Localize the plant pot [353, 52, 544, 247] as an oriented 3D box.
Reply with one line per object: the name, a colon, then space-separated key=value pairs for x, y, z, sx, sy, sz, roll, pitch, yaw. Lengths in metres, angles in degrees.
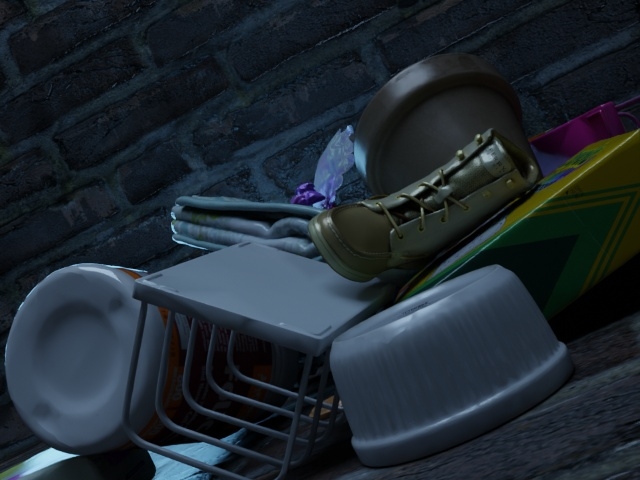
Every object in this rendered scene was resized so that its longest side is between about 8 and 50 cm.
plant pot: x=0.208 y=-0.101 z=1.407 sx=0.263 sy=0.229 sz=0.263 roll=-15 pitch=-46 yaw=-16

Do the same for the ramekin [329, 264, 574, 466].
ramekin: x=0.106 y=0.104 z=0.870 sx=0.207 sy=0.109 sz=0.207 roll=-26 pitch=-1 yaw=0

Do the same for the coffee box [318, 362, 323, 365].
coffee box: x=-0.095 y=0.210 z=1.856 sx=0.297 sy=0.118 sz=0.168 roll=-25 pitch=-1 yaw=-27

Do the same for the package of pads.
package of pads: x=-0.379 y=0.345 z=1.285 sx=0.297 sy=0.101 sz=0.229 roll=-25 pitch=0 yaw=5

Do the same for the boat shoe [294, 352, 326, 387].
boat shoe: x=-0.042 y=0.191 z=1.649 sx=0.306 sy=0.104 sz=0.113 roll=-19 pitch=-3 yaw=18

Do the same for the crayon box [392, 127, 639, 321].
crayon box: x=0.235 y=0.014 z=1.135 sx=0.313 sy=0.106 sz=0.363 roll=-39 pitch=-2 yaw=7

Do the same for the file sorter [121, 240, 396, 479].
file sorter: x=-0.061 y=0.123 z=1.049 sx=0.193 sy=0.173 sz=0.278 roll=15 pitch=12 yaw=16

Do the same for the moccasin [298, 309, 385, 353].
moccasin: x=-0.045 y=0.112 z=1.508 sx=0.342 sy=0.138 sz=0.116 roll=14 pitch=66 yaw=45

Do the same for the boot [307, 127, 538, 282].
boot: x=0.122 y=-0.042 z=1.099 sx=0.203 sy=0.095 sz=0.262 roll=-37 pitch=-20 yaw=29

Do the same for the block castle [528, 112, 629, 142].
block castle: x=0.451 y=-0.089 z=2.046 sx=0.453 sy=0.212 sz=0.303 roll=-22 pitch=-6 yaw=-32

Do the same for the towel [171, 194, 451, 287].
towel: x=0.000 y=0.000 z=1.454 sx=0.321 sy=0.090 sz=0.374 roll=9 pitch=2 yaw=-44

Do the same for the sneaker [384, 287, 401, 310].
sneaker: x=0.190 y=0.068 z=1.644 sx=0.147 sy=0.129 sz=0.330 roll=-29 pitch=-3 yaw=31

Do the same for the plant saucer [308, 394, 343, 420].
plant saucer: x=0.023 y=0.202 z=1.229 sx=0.083 sy=0.013 sz=0.083 roll=-26 pitch=-1 yaw=0

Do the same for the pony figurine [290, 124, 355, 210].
pony figurine: x=-0.009 y=-0.011 z=1.895 sx=0.364 sy=0.302 sz=0.351 roll=-21 pitch=-11 yaw=-28

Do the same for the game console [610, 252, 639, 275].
game console: x=0.387 y=-0.015 z=1.189 sx=0.144 sy=0.085 sz=0.124 roll=-26 pitch=40 yaw=44

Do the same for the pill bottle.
pill bottle: x=-0.197 y=0.158 z=1.296 sx=0.224 sy=0.224 sz=0.392 roll=-26 pitch=-17 yaw=21

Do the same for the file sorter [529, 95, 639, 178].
file sorter: x=0.452 y=-0.098 z=1.437 sx=0.182 sy=0.202 sz=0.291 roll=-22 pitch=-2 yaw=-13
